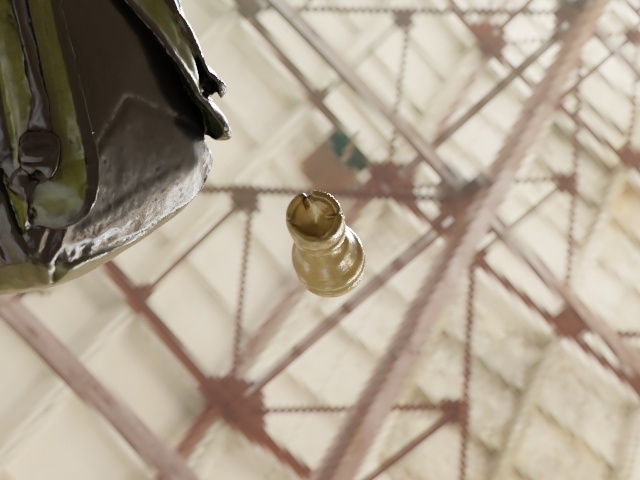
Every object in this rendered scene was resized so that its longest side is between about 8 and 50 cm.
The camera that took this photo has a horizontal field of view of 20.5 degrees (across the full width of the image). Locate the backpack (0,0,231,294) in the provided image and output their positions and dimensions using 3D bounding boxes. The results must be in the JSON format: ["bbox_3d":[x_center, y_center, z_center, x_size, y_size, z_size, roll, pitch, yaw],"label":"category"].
[{"bbox_3d":[-0.167,-0.105,1.049,0.207,0.140,0.253,-37,-66,-49],"label":"backpack"}]

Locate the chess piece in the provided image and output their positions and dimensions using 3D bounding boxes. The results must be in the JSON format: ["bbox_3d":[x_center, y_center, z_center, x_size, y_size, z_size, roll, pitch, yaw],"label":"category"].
[{"bbox_3d":[0.000,0.000,1.511,0.066,0.066,0.122,62,178,23],"label":"chess piece"}]
